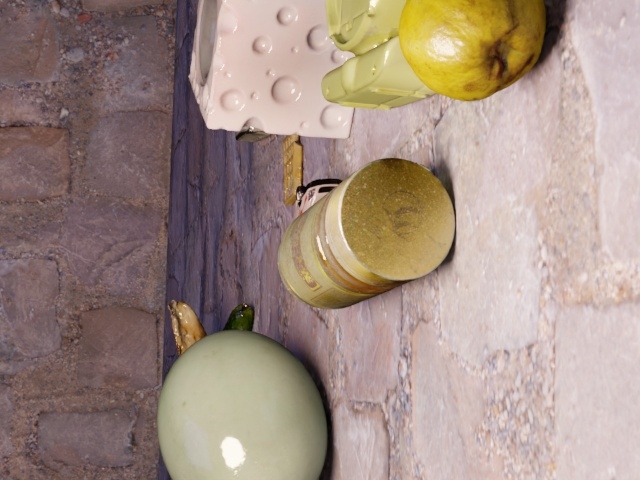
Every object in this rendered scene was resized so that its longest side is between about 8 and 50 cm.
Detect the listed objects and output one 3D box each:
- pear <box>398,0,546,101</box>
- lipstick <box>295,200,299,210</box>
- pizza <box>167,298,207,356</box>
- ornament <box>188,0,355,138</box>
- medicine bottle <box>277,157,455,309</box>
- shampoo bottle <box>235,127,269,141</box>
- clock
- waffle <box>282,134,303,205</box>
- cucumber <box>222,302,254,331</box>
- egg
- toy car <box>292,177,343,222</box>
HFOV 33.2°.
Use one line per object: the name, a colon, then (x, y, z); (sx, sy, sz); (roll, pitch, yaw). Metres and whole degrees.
pear: (0.156, -0.216, 1.098); (0.162, 0.148, 0.149); (-119, 36, -61)
lipstick: (-0.024, -0.007, 1.879); (0.038, 0.038, 0.131); (137, 133, -68)
pizza: (-0.255, 0.354, 2.424); (0.392, 0.080, 0.435); (118, 137, -79)
ornament: (-0.073, -0.324, 1.745); (0.239, 0.239, 0.240); (-118, 34, -59)
medicine bottle: (0.047, 0.003, 1.422); (0.322, 0.151, 0.151); (147, 125, -70)
shampoo bottle: (-0.135, -0.357, 2.280); (0.153, 0.071, 0.284); (-179, 94, -77)
clock: (0.090, -0.354, 1.400); (0.286, 0.117, 0.349); (176, 96, -73)
waffle: (-0.052, -0.140, 2.035); (0.092, 0.021, 0.135); (141, 129, -71)
cucumber: (-0.188, 0.213, 2.376); (0.069, 0.069, 0.227); (-102, 25, -42)
egg: (-0.129, 0.302, 1.759); (0.389, 0.276, 0.276); (-116, 32, -56)
toy car: (0.000, 0.000, 1.705); (0.210, 0.089, 0.108); (107, 159, -45)
